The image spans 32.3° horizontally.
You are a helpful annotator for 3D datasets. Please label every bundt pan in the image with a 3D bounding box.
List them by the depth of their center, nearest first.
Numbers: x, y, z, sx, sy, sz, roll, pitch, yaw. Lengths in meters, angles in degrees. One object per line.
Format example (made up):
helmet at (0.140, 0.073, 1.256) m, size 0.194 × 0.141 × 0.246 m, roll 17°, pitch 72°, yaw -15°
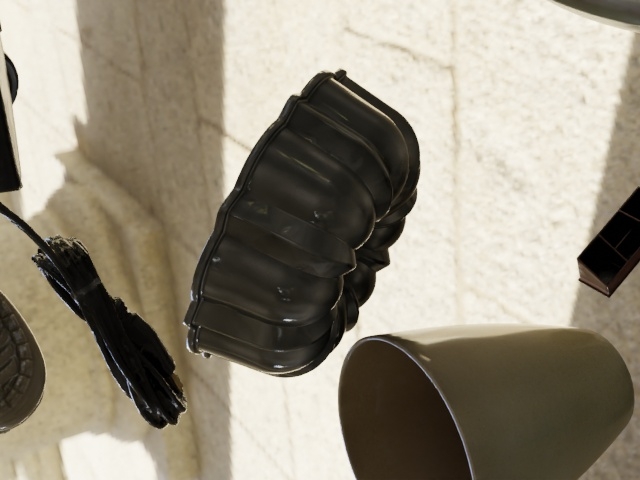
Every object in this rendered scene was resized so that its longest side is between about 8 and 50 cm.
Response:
bundt pan at (0.000, 0.000, 1.127) m, size 0.124 × 0.331 × 0.331 m, roll 28°, pitch 139°, yaw 12°

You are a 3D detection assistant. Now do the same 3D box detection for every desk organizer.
desk organizer at (0.366, 0.000, 1.335) m, size 0.047 × 0.130 × 0.050 m, roll 33°, pitch 161°, yaw 34°

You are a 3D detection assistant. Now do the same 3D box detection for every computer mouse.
computer mouse at (-0.086, -0.020, 0.335) m, size 0.071 × 0.041 × 0.242 m, roll 46°, pitch 167°, yaw 40°

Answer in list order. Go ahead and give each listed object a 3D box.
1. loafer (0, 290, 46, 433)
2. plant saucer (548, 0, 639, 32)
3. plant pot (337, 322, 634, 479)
loafer at (-0.302, 0.066, 0.864) m, size 0.268 × 0.102 × 0.092 m, roll 32°, pitch 163°, yaw 28°
plant saucer at (0.299, -0.279, 0.921) m, size 0.400 × 0.400 × 0.100 m, roll 55°, pitch 162°, yaw 37°
plant pot at (0.201, 0.191, 1.215) m, size 0.256 × 0.274 × 0.256 m, roll 37°, pitch 135°, yaw 50°
